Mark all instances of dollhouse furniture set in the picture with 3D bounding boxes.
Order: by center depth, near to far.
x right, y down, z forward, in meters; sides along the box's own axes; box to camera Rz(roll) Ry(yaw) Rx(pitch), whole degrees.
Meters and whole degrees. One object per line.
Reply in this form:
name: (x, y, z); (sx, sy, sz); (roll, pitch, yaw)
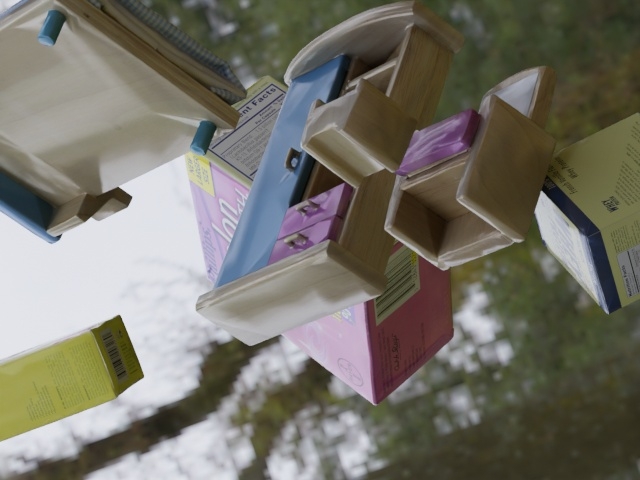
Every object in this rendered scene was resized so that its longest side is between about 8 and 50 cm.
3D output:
dollhouse furniture set: (-0.060, -0.119, 1.104); (0.303, 0.286, 0.198); (34, -124, -25)

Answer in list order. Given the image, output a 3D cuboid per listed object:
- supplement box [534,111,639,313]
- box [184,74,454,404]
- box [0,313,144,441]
supplement box: (0.169, -0.017, 1.047); (0.083, 0.083, 0.056); (54, 168, 55)
box: (0.000, 0.000, 1.831); (0.243, 0.117, 0.213); (37, 152, 29)
box: (-0.256, 0.126, 1.455); (0.087, 0.232, 0.058); (-33, -77, -77)
